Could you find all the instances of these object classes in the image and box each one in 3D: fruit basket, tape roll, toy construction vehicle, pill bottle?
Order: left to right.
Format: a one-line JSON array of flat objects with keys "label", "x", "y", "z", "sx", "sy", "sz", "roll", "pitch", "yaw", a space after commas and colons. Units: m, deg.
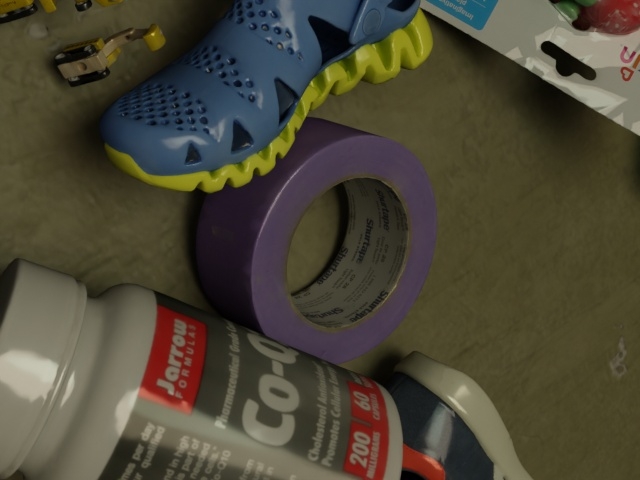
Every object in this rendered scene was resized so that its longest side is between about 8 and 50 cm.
[{"label": "toy construction vehicle", "x": -0.166, "y": -0.154, "z": 0.657, "sx": 0.035, "sy": 0.098, "sz": 0.086, "roll": -76, "pitch": 147, "yaw": -47}, {"label": "pill bottle", "x": -0.100, "y": 0.126, "z": 0.659, "sx": 0.283, "sy": 0.161, "sz": 0.161, "roll": 25, "pitch": 80, "yaw": -22}, {"label": "tape roll", "x": 0.000, "y": 0.000, "z": 0.773, "sx": 0.189, "sy": 0.080, "sz": 0.189, "roll": -15, "pitch": 115, "yaw": -35}, {"label": "fruit basket", "x": 0.308, "y": -0.294, "z": 0.891, "sx": 0.327, "sy": 0.165, "sz": 0.353, "roll": 30, "pitch": 81, "yaw": -4}]

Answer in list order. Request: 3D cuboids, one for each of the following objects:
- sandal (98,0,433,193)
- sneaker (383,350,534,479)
[{"label": "sandal", "x": -0.036, "y": -0.152, "z": 0.706, "sx": 0.317, "sy": 0.126, "sz": 0.138, "roll": -42, "pitch": 145, "yaw": -34}, {"label": "sneaker", "x": 0.140, "y": 0.267, "z": 0.912, "sx": 0.148, "sy": 0.131, "sz": 0.350, "roll": -46, "pitch": 114, "yaw": -16}]
